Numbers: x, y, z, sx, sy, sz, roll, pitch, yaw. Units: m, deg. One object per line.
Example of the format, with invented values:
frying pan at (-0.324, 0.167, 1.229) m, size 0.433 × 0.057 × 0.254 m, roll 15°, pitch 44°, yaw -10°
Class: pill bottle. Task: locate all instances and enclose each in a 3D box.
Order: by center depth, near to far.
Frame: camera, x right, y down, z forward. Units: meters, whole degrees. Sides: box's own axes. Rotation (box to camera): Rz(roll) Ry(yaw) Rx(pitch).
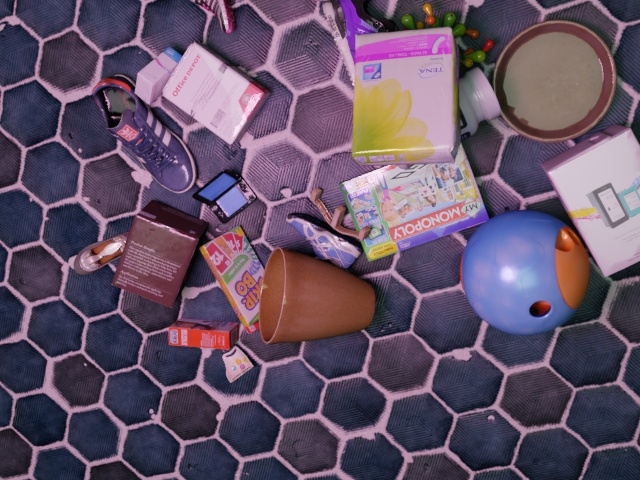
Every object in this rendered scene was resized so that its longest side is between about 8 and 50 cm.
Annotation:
pill bottle at (0.272, -0.287, 1.764) m, size 0.265 × 0.153 × 0.153 m, roll -26°, pitch 96°, yaw 7°

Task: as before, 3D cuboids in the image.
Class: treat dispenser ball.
treat dispenser ball at (0.465, 0.072, 1.736) m, size 0.288 × 0.288 × 0.288 m, roll 2°, pitch 102°, yaw 11°

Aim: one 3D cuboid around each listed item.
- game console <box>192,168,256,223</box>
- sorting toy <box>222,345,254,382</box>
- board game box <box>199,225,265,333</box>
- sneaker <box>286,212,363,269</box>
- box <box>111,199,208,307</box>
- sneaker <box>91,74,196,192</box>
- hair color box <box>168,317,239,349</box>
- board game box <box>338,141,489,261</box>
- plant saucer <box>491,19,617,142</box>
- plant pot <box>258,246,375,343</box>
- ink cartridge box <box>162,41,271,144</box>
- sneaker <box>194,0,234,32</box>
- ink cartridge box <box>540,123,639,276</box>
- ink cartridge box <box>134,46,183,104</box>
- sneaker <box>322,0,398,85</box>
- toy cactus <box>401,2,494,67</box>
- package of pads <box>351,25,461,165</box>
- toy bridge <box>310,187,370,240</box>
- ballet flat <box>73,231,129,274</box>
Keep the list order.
game console at (-0.246, -0.111, 1.949) m, size 0.122 × 0.071 × 0.107 m, roll -36°, pitch 93°, yaw 16°
sorting toy at (-0.226, 0.328, 2.054) m, size 0.083 × 0.045 × 0.075 m, roll -37°, pitch 85°, yaw 16°
board game box at (-0.198, 0.102, 1.963) m, size 0.039 × 0.124 × 0.259 m, roll -18°, pitch 102°, yaw 53°
sneaker at (0.000, 0.000, 1.920) m, size 0.211 × 0.080 × 0.081 m, roll 31°, pitch 106°, yaw 4°
box at (-0.409, 0.033, 1.950) m, size 0.168 × 0.167 × 0.203 m, roll 23°, pitch 105°, yaw -5°
sneaker at (-0.456, -0.261, 1.919) m, size 0.131 × 0.148 × 0.350 m, roll -38°, pitch 93°, yaw 16°
hair color box at (-0.310, 0.248, 2.025) m, size 0.167 × 0.093 × 0.053 m, roll 2°, pitch 101°, yaw 10°
board game box at (0.230, -0.098, 1.873) m, size 0.317 × 0.046 × 0.213 m, roll -20°, pitch 96°, yaw 14°
plant saucer at (0.539, -0.367, 1.760) m, size 0.278 × 0.041 × 0.278 m, roll 2°, pitch 101°, yaw 11°
plant pot at (-0.001, 0.150, 1.879) m, size 0.254 × 0.237 × 0.237 m, roll 8°, pitch 104°, yaw -16°
ink cartridge box at (-0.258, -0.366, 1.889) m, size 0.218 × 0.092 × 0.158 m, roll 36°, pitch 106°, yaw 0°
sneaker at (-0.267, -0.582, 1.862) m, size 0.075 × 0.063 × 0.170 m, roll -22°, pitch 92°, yaw 14°
ink cartridge box at (0.654, -0.098, 1.712) m, size 0.197 × 0.198 × 0.270 m, roll -29°, pitch 94°, yaw 16°
ink cartridge box at (-0.399, -0.407, 1.878) m, size 0.052 × 0.122 × 0.088 m, roll 37°, pitch 149°, yaw 1°
sneaker at (0.124, -0.452, 1.791) m, size 0.146 × 0.102 × 0.293 m, roll -23°, pitch 96°, yaw 14°
toy cactus at (0.276, -0.442, 1.774) m, size 0.219 × 0.112 × 0.180 m, roll 23°, pitch 115°, yaw -3°
package of pads at (0.191, -0.311, 1.657) m, size 0.229 × 0.101 × 0.296 m, roll -1°, pitch 78°, yaw 15°
toy bridge at (0.043, -0.058, 1.902) m, size 0.188 × 0.026 × 0.063 m, roll 39°, pitch 138°, yaw 22°
ballet flat at (-0.594, 0.036, 2.049) m, size 0.213 × 0.068 × 0.072 m, roll -26°, pitch 97°, yaw 15°
